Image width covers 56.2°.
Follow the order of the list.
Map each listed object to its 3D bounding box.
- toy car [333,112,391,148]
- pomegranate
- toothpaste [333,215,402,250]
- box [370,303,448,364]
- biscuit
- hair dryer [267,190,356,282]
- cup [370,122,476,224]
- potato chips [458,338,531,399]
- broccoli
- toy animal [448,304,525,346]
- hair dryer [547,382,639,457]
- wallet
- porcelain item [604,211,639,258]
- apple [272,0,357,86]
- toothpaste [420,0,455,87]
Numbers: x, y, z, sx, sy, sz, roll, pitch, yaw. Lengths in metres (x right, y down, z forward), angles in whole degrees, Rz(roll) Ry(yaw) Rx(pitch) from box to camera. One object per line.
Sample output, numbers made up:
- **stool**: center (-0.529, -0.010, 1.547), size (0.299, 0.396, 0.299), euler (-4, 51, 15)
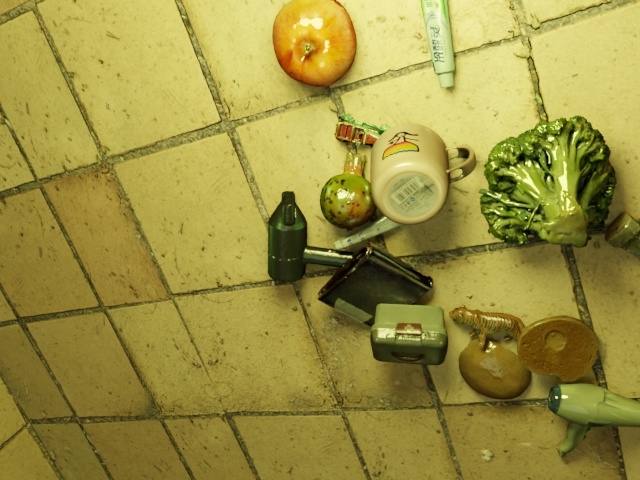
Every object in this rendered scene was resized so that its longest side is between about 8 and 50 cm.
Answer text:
- **toy car**: center (0.107, -0.269, 1.519), size (0.143, 0.054, 0.073), euler (19, 119, 13)
- **pomegranate**: center (0.075, -0.126, 1.556), size (0.159, 0.159, 0.204), euler (8, 90, 19)
- **toothpaste**: center (0.138, -0.027, 1.611), size (0.218, 0.033, 0.052), euler (-25, 104, 10)
- **box**: center (0.244, 0.259, 1.653), size (0.210, 0.129, 0.148), euler (2, 140, 9)
- **biscuit**: center (0.615, 0.274, 1.562), size (0.208, 0.049, 0.180), euler (13, 111, 0)
- **hair dryer**: center (0.000, 0.000, 1.687), size (0.303, 0.116, 0.244), euler (8, 119, 7)
- **cup**: center (0.241, -0.158, 1.415), size (0.253, 0.200, 0.191), euler (-11, 120, 13)
- **potato chips**: center (0.483, 0.373, 1.685), size (0.195, 0.062, 0.208), euler (-8, 114, 28)
- **broccoli**: center (0.492, -0.107, 1.307), size (0.304, 0.283, 0.321), euler (-21, 124, 19)
- **toy animal**: center (0.467, 0.236, 1.623), size (0.241, 0.057, 0.099), euler (5, 117, 21)
- **hair dryer**: center (0.779, 0.493, 1.616), size (0.296, 0.119, 0.298), euler (-7, 128, 22)
- **wallet**: center (0.148, 0.133, 1.674), size (0.221, 0.071, 0.262), euler (28, 129, -20)
- **porcelain item**: center (0.771, 0.025, 1.387), size (0.216, 0.069, 0.081), euler (32, 119, -1)
- **apple**: center (-0.014, -0.467, 1.404), size (0.210, 0.164, 0.209), euler (9, 119, 16)
- **toothpaste**: center (0.262, -0.494, 1.347), size (0.075, 0.048, 0.296), euler (-3, 110, 28)
